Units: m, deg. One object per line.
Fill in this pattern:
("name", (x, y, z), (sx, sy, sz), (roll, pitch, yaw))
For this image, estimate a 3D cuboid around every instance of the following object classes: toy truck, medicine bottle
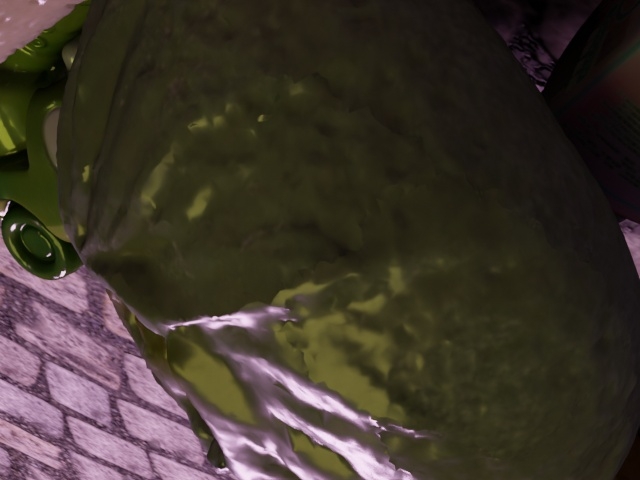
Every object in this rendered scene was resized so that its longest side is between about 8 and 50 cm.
("toy truck", (-0.148, -0.083, 0.941), (0.187, 0.148, 0.211), (-24, 108, 45))
("medicine bottle", (0.166, -0.074, 0.679), (0.094, 0.119, 0.188), (36, 153, -5))

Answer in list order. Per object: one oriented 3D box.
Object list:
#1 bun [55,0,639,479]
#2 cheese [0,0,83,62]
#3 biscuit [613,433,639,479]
("bun", (0.000, 0.000, 0.722), (0.362, 0.211, 0.362), (58, 171, 14))
("cheese", (-0.153, -0.148, 0.797), (0.400, 0.034, 0.085), (-25, 161, 38))
("biscuit", (0.116, 0.235, 1.151), (0.394, 0.070, 0.350), (-27, 93, 52))
